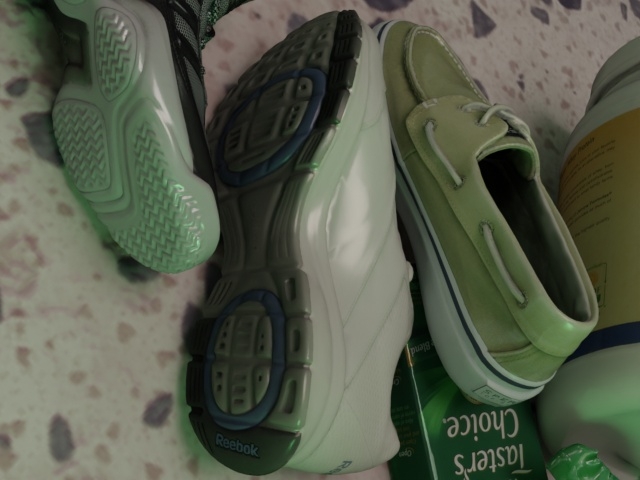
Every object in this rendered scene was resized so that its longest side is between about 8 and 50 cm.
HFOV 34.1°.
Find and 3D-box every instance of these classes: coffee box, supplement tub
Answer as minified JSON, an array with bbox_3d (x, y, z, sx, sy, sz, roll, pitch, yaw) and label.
[{"bbox_3d":[0.091,0.107,0.692,0.113,0.040,0.184,3,71,-40],"label":"coffee box"},{"bbox_3d":[0.285,0.016,0.768,0.228,0.228,0.316,31,55,-28],"label":"supplement tub"}]

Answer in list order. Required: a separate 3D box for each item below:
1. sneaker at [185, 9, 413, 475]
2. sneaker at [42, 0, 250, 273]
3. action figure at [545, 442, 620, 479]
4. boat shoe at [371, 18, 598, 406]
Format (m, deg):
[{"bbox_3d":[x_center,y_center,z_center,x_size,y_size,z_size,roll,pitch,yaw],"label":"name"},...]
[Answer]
[{"bbox_3d":[0.000,0.000,0.634,0.129,0.111,0.297,28,62,-45],"label":"sneaker"},{"bbox_3d":[-0.078,-0.120,0.596,0.153,0.101,0.268,-15,80,-41],"label":"sneaker"},{"bbox_3d":[0.208,0.221,0.687,0.063,0.137,0.232,-33,110,-6],"label":"action figure"},{"bbox_3d":[0.104,-0.041,0.689,0.109,0.094,0.302,9,51,-37],"label":"boat shoe"}]
